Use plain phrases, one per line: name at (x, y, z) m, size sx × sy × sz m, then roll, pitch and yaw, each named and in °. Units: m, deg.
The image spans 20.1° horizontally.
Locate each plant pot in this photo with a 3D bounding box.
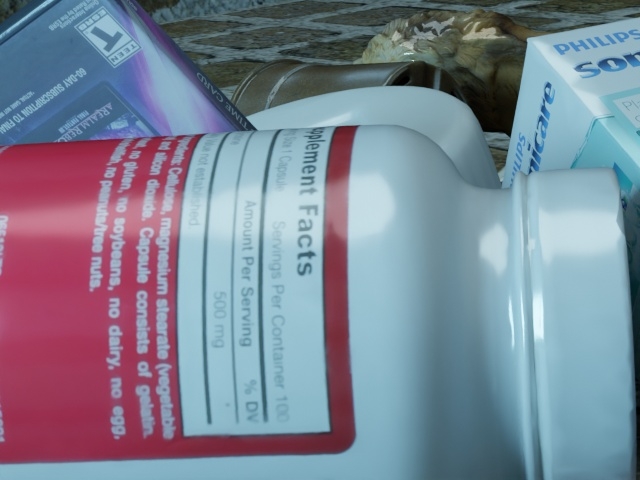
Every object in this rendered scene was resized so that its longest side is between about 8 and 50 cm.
plant pot at (0.031, -0.082, 1.534) m, size 0.167 × 0.167 × 0.165 m, roll -18°, pitch 9°, yaw -43°

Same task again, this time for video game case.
video game case at (-0.111, -0.011, 1.050) m, size 0.196 × 0.274 × 0.026 m, roll -32°, pitch 27°, yaw 25°

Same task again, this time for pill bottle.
pill bottle at (-0.047, 0.058, 0.938) m, size 0.407 × 0.229 × 0.229 m, roll -3°, pitch 14°, yaw 7°

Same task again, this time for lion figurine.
lion figurine at (0.242, -0.134, 1.619) m, size 0.392 × 0.142 × 0.240 m, roll -1°, pitch -18°, yaw 29°

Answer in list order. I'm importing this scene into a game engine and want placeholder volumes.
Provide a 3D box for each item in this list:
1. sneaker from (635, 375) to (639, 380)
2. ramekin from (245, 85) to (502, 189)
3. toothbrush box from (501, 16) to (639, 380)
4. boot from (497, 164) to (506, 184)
sneaker at (0.317, 0.005, 1.244) m, size 0.319 × 0.127 × 0.208 m, roll -7°, pitch 16°, yaw -13°
ramekin at (0.000, 0.000, 1.229) m, size 0.277 × 0.135 × 0.277 m, roll -15°, pitch 21°, yaw 6°
toothbrush box at (0.266, -0.004, 1.015) m, size 0.216 × 0.126 × 0.295 m, roll -12°, pitch 43°, yaw -19°
boot at (0.177, -0.004, 1.413) m, size 0.244 × 0.088 × 0.176 m, roll -19°, pitch 19°, yaw -21°
